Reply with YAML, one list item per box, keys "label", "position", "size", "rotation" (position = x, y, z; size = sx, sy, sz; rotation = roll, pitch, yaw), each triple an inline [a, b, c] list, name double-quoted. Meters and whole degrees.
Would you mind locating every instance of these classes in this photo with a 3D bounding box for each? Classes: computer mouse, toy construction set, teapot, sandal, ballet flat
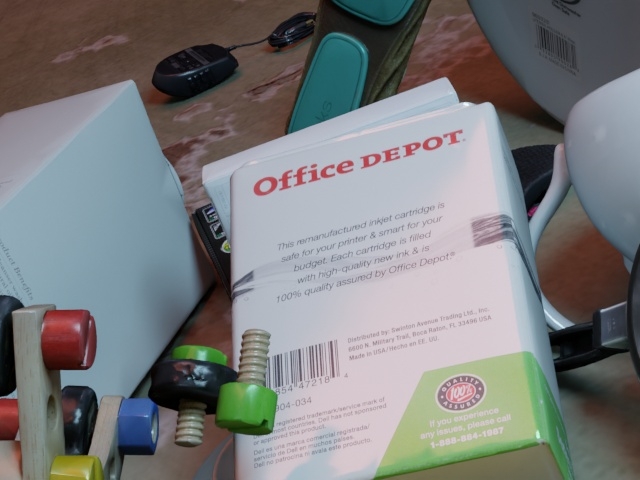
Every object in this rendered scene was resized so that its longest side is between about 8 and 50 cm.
- label: "computer mouse"
  position: [-0.102, -0.233, 1.901]
  size: [0.242, 0.041, 0.071]
  rotation: [-22, 33, -17]
- label: "toy construction set"
  position: [-0.216, 0.169, 0.900]
  size: [0.257, 0.308, 0.237]
  rotation: [139, 141, -63]
- label: "teapot"
  position: [0.297, -0.034, 1.050]
  size: [0.252, 0.187, 0.256]
  rotation: [-12, -7, -25]
- label: "sandal"
  position: [0.165, -0.033, 1.292]
  size: [0.067, 0.040, 0.179]
  rotation: [3, 32, 32]
- label: "ballet flat"
  position: [0.060, -0.215, 1.453]
  size: [0.116, 0.342, 0.124]
  rotation: [28, 30, 21]

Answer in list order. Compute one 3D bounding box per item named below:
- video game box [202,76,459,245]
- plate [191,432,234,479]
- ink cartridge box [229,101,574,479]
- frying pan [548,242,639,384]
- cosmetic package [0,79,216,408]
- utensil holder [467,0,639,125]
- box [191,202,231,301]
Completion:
- label: "video game box"
  position: [0.035, -0.007, 1.175]
  size: [0.205, 0.187, 0.048]
  rotation: [-19, 22, 4]
- label: "plate"
  position: [-0.015, 0.158, 1.081]
  size: [0.188, 0.024, 0.188]
  rotation: [-18, 25, 9]
- label: "ink cartridge box"
  position: [0.049, 0.061, 1.003]
  size: [0.198, 0.115, 0.273]
  rotation: [-14, 51, 14]
- label: "frying pan"
  position: [0.217, 0.025, 0.943]
  size: [0.053, 0.197, 0.326]
  rotation: [8, 7, -27]
- label: "cosmetic package"
  position: [-0.246, 0.042, 1.236]
  size: [0.156, 0.217, 0.385]
  rotation: [-12, 21, 22]
- label: "utensil holder"
  position: [0.354, -0.310, 1.363]
  size: [0.385, 0.328, 0.327]
  rotation: [-32, 27, -18]
- label: "box"
  position: [0.000, 0.000, 1.312]
  size: [0.190, 0.045, 0.184]
  rotation: [-23, 37, -5]
